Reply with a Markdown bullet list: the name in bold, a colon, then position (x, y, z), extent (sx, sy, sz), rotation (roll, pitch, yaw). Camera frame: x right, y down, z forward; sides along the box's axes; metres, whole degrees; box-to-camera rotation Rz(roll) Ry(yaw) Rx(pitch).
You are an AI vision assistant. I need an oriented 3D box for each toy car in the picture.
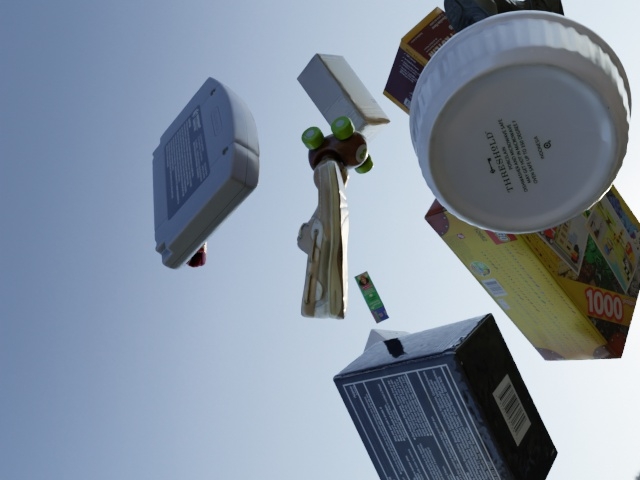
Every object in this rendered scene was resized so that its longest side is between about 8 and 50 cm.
- **toy car**: position (0.041, -0.157, 1.303), extent (0.155, 0.148, 0.189), rotation (52, -150, -47)

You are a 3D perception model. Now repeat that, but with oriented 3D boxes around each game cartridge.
- **game cartridge**: position (-0.176, -0.119, 0.847), extent (0.198, 0.297, 0.062), rotation (-40, -50, 18)

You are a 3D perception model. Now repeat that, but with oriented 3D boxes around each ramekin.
- **ramekin**: position (0.241, -0.131, 0.697), extent (0.127, 0.272, 0.273), rotation (-66, -35, -56)

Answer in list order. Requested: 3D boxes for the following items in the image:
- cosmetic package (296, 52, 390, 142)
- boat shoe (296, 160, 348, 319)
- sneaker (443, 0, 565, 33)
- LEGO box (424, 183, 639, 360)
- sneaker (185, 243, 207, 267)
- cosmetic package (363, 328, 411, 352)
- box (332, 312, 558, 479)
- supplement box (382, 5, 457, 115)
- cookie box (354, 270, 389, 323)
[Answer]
- **cosmetic package**: position (0.060, -0.369, 1.485), extent (0.127, 0.107, 0.238), rotation (-20, -106, -51)
- **boat shoe**: position (0.000, 0.000, 1.080), extent (0.109, 0.098, 0.303), rotation (-19, -72, -79)
- **sneaker**: position (0.308, -0.364, 0.920), extent (0.227, 0.087, 0.130), rotation (27, -110, -8)
- **LEGO box**: position (0.518, -0.025, 1.301), extent (0.500, 0.193, 0.373), rotation (46, -123, -18)
- **sneaker**: position (-0.317, -0.004, 1.288), extent (0.086, 0.221, 0.128), rotation (1, -90, -27)
- **cosmetic package**: position (0.215, 0.371, 1.630), extent (0.151, 0.151, 0.184), rotation (12, -78, -33)
- **box**: position (0.229, 0.328, 1.072), extent (0.182, 0.294, 0.297), rotation (-26, -89, -49)
- **supplement box**: position (0.265, -0.362, 1.257), extent (0.129, 0.191, 0.194), rotation (-45, -10, -19)
- **cookie box**: position (0.130, 0.145, 1.436), extent (0.040, 0.107, 0.092), rotation (-26, -31, 1)
